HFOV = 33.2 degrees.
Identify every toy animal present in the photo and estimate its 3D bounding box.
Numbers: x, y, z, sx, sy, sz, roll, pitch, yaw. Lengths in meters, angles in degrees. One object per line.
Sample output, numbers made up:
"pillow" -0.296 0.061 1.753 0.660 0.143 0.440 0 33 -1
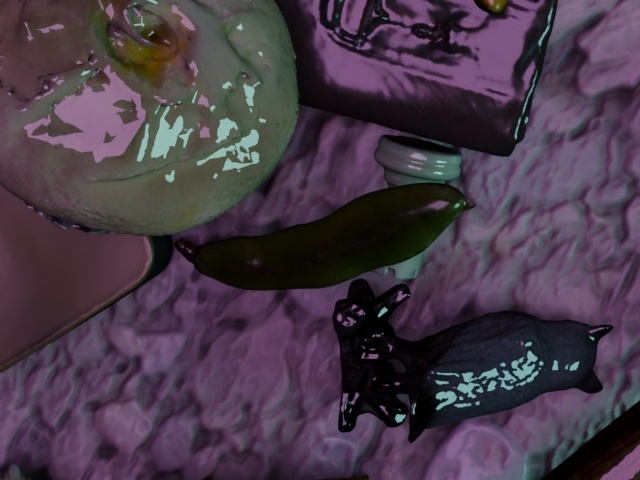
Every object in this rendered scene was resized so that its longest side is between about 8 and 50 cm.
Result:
"toy animal" 0.115 0.091 0.785 0.210 0.117 0.121 -2 112 2

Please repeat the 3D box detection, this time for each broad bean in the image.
"broad bean" 0.001 0.004 0.803 0.254 0.046 0.065 -13 107 31

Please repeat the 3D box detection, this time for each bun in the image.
"bun" -0.123 -0.122 0.737 0.239 0.141 0.239 4 78 -19

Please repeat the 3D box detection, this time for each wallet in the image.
"wallet" 0.061 -0.176 0.819 0.229 0.049 0.182 14 97 8

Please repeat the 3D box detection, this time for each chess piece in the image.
"chess piece" 0.066 -0.025 0.822 0.067 0.067 0.103 14 104 6

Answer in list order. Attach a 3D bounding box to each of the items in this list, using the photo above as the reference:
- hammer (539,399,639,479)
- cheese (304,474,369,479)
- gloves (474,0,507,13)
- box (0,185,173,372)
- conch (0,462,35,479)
"hammer" 0.293 0.106 0.765 0.409 0.095 0.242 -41 89 1
"cheese" -0.044 0.218 0.826 0.171 0.093 0.126 -26 78 4
"gloves" 0.121 -0.306 0.760 0.133 0.116 0.295 -6 89 11
"box" -0.227 0.008 0.841 0.201 0.090 0.145 -33 89 8
"conch" -0.237 0.266 0.850 0.234 0.114 0.137 41 110 -3
